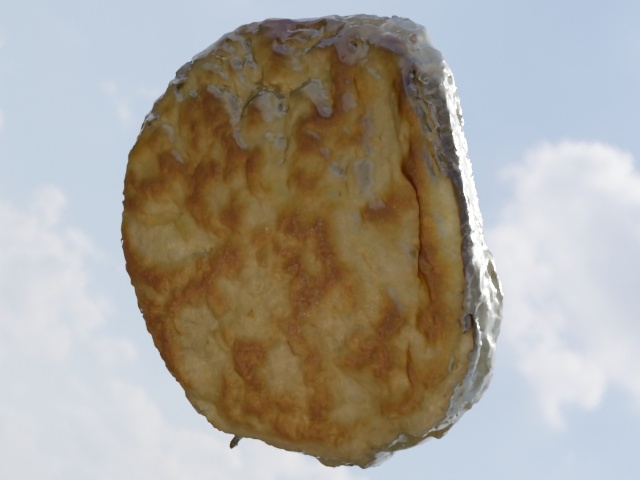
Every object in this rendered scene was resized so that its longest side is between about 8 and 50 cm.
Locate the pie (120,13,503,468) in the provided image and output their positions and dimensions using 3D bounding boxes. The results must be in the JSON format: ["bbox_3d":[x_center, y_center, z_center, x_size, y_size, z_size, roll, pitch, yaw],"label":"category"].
[{"bbox_3d":[0.000,0.000,0.814,0.179,0.084,0.205,-14,-92,32],"label":"pie"}]
